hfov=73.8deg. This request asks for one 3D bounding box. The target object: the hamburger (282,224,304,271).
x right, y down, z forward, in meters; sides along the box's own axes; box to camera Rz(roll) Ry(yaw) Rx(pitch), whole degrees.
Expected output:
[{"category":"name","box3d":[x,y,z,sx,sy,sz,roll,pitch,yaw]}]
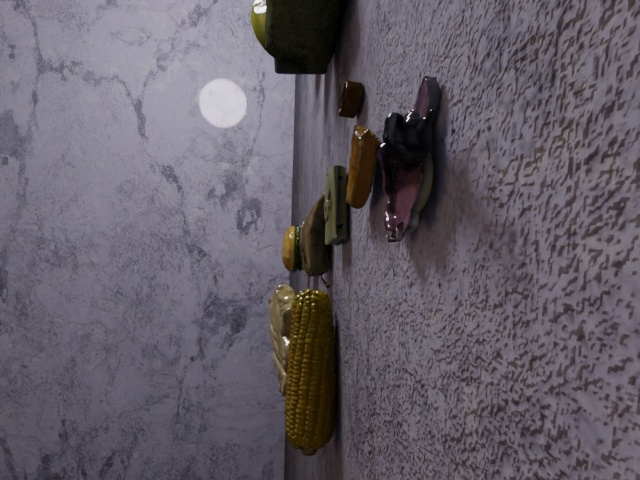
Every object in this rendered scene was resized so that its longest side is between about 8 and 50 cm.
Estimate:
[{"category":"hamburger","box3d":[-0.070,0.029,1.425,0.162,0.115,0.162,-176,90,-84]}]

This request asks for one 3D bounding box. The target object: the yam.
[{"category":"yam","box3d":[-0.038,-0.551,1.009,0.300,0.195,0.195,115,155,-73]}]

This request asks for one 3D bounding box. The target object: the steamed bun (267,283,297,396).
[{"category":"steamed bun","box3d":[-0.062,0.263,1.164,0.295,0.137,0.292,-108,19,-49]}]

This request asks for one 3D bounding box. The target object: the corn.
[{"category":"corn","box3d":[-0.020,0.292,0.968,0.120,0.121,0.363,132,139,-79]}]

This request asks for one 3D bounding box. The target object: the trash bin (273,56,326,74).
[{"category":"trash bin","box3d":[-0.058,-0.612,1.236,0.101,0.177,0.236,-99,8,-52]}]

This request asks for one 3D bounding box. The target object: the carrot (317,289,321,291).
[{"category":"carrot","box3d":[-0.017,0.200,1.246,0.048,0.048,0.139,-101,16,-59]}]

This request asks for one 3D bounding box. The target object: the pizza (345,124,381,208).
[{"category":"pizza","box3d":[0.065,-0.118,0.645,0.178,0.041,0.130,94,180,-52]}]

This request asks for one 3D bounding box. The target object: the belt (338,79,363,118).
[{"category":"belt","box3d":[0.057,-0.261,0.787,0.083,0.036,0.059,125,152,-77]}]

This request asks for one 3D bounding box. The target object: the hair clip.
[{"category":"hair clip","box3d":[0.089,-0.078,0.454,0.187,0.056,0.146,73,-161,-75]}]

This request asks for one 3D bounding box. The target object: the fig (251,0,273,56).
[{"category":"fig","box3d":[-0.114,-0.735,1.484,0.239,0.240,0.271,-113,11,-73]}]

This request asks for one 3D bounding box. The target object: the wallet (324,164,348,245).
[{"category":"wallet","box3d":[0.035,-0.070,0.914,0.110,0.039,0.155,139,132,-76]}]

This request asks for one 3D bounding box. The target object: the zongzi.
[{"category":"zongzi","box3d":[0.000,0.000,1.077,0.178,0.081,0.189,116,150,-50]}]
